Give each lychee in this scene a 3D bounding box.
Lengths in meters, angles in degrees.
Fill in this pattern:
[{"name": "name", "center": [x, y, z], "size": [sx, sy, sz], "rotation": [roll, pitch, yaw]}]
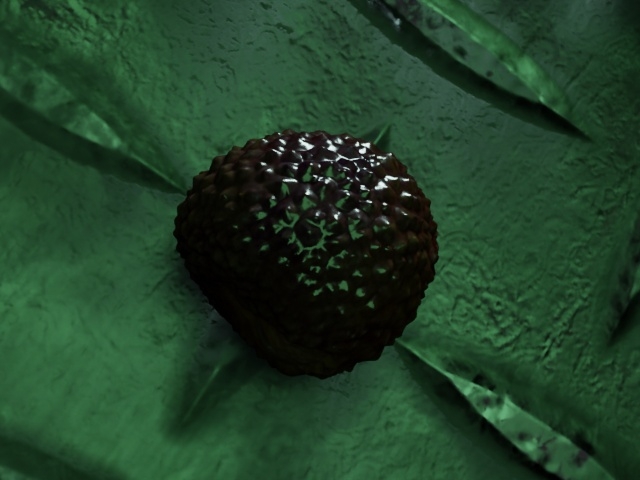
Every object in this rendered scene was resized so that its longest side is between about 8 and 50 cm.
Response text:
[{"name": "lychee", "center": [0.000, 0.000, 0.935], "size": [0.188, 0.188, 0.188], "rotation": [3, 76, -13]}]
